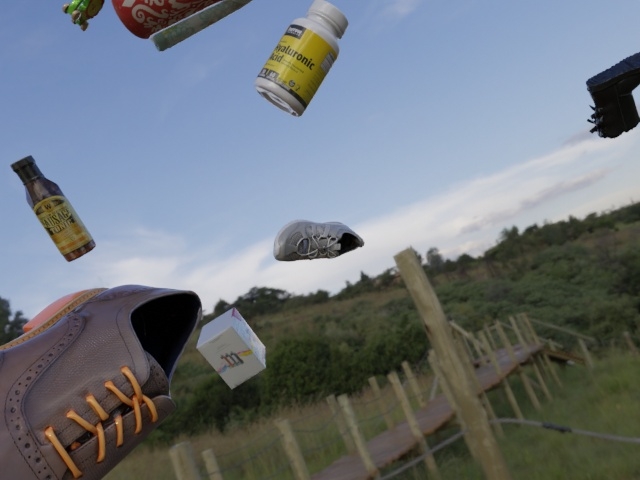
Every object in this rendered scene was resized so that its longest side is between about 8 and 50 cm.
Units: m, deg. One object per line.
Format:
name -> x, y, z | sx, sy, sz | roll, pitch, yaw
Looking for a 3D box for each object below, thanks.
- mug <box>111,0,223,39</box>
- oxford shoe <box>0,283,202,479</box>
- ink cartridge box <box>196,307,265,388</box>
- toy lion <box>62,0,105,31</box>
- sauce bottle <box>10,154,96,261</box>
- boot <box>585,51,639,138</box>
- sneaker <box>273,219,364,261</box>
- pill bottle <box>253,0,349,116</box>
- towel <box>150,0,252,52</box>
mug -> -0.243, -0.431, 0.896 | 0.169, 0.150, 0.113 | -10, -46, 25
oxford shoe -> -0.192, 0.126, 0.391 | 0.132, 0.130, 0.364 | -14, 22, 12
ink cartridge box -> -0.261, 0.322, 1.598 | 0.127, 0.176, 0.128 | -32, 19, 5
toy lion -> -0.518, -0.521, 1.186 | 0.096, 0.034, 0.100 | -54, 7, -3
sauce bottle -> -0.315, -0.037, 0.627 | 0.042, 0.128, 0.042 | -26, 17, 9
boot -> 0.452, -0.212, 0.784 | 0.121, 0.099, 0.045 | -26, 32, 12
sneaker -> 0.000, 0.000, 1.407 | 0.281, 0.105, 0.115 | -14, 24, -41
pill bottle -> -0.018, -0.202, 0.591 | 0.116, 0.065, 0.065 | -59, -12, -3
towel -> -0.380, -0.732, 1.380 | 0.320, 0.375, 0.090 | -33, 36, -9
